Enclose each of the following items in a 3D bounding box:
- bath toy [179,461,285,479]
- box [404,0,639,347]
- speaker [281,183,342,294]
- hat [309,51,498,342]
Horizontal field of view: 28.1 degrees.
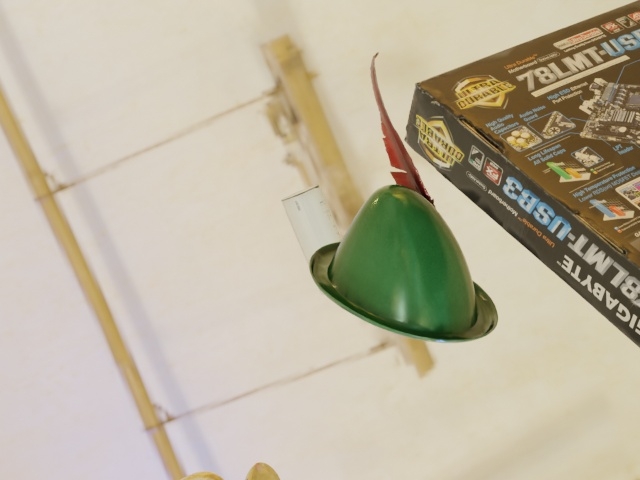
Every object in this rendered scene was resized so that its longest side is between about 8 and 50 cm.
[{"bbox_3d":[-0.182,0.374,1.499,0.129,0.348,0.151,-14,-104,-61],"label":"bath toy"},{"bbox_3d":[0.273,-0.070,1.050,0.293,0.296,0.073,44,142,33],"label":"box"},{"bbox_3d":[0.000,0.000,1.641,0.055,0.055,0.136,-79,-34,-82],"label":"speaker"},{"bbox_3d":[0.088,-0.035,1.147,0.173,0.209,0.183,-36,-33,-61],"label":"hat"}]
